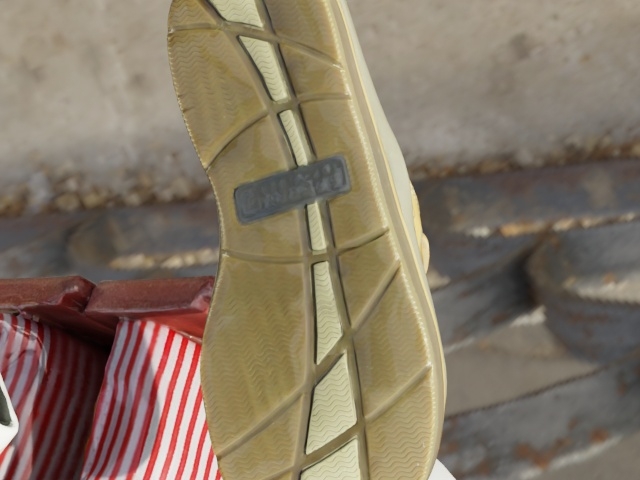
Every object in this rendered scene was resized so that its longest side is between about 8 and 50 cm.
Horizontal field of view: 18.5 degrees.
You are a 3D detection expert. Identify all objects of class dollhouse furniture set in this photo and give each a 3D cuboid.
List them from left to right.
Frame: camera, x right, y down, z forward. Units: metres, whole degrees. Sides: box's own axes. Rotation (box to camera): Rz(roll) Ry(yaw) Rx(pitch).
[{"bbox_3d":[-0.162,0.079,0.639,0.152,0.374,0.201,-1,68,47],"label":"dollhouse furniture set"}]

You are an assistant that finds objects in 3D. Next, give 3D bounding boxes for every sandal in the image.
[{"bbox_3d":[0.000,0.000,0.567,0.072,0.049,0.180,-12,86,24],"label":"sandal"}]

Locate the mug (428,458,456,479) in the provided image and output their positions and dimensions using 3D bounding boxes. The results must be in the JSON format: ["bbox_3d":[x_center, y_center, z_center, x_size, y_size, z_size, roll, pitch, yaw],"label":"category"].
[{"bbox_3d":[-0.065,0.253,1.153,0.276,0.328,0.374,59,146,23],"label":"mug"}]

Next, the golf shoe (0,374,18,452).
[{"bbox_3d":[-0.112,0.067,0.434,0.094,0.077,0.198,-2,107,6],"label":"golf shoe"}]
